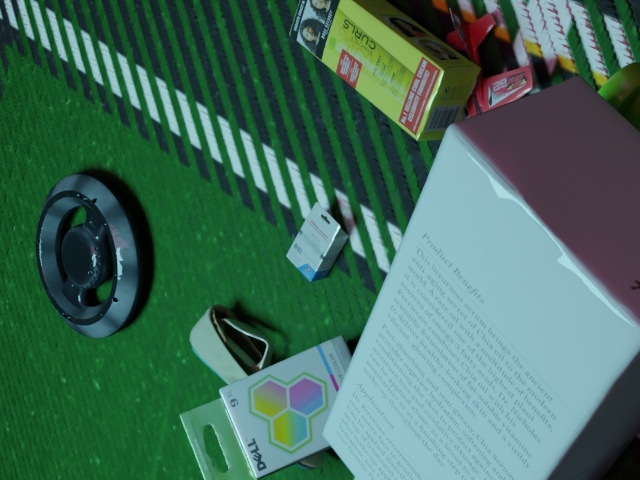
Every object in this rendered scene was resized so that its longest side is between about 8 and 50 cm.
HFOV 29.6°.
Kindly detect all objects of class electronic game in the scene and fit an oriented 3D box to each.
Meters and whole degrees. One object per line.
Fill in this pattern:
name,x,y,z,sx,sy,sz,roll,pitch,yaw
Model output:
electronic game,-0.321,0.022,1.676,0.229,0.048,0.229,9,104,41

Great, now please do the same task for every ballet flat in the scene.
ballet flat,-0.068,0.167,1.457,0.248,0.086,0.086,42,122,29

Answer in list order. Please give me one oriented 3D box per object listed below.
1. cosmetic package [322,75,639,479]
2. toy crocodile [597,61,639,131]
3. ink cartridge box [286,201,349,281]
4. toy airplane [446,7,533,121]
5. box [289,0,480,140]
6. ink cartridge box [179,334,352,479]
cosmetic package,0.172,0.106,1.087,0.230,0.161,0.453,50,145,25
toy crocodile,0.283,-0.048,1.106,0.115,0.105,0.341,46,128,26
ink cartridge box,0.000,0.000,1.401,0.048,0.028,0.083,46,123,27
toy airplane,0.158,-0.165,1.237,0.151,0.028,0.151,12,106,47
box,0.063,-0.198,1.277,0.232,0.058,0.087,45,128,35
ink cartridge box,-0.048,0.200,1.366,0.209,0.062,0.109,-23,78,-5
